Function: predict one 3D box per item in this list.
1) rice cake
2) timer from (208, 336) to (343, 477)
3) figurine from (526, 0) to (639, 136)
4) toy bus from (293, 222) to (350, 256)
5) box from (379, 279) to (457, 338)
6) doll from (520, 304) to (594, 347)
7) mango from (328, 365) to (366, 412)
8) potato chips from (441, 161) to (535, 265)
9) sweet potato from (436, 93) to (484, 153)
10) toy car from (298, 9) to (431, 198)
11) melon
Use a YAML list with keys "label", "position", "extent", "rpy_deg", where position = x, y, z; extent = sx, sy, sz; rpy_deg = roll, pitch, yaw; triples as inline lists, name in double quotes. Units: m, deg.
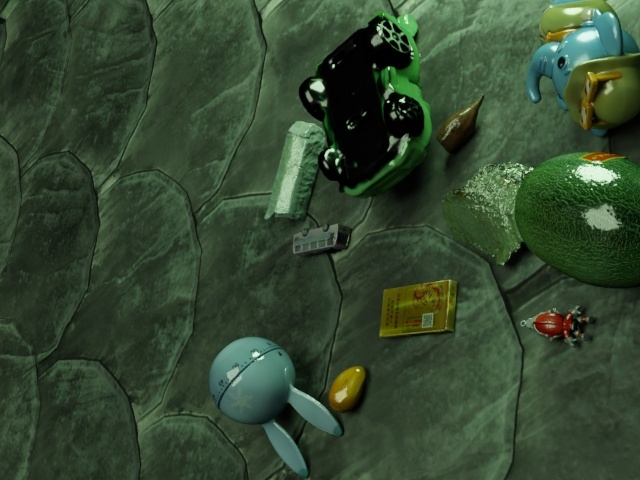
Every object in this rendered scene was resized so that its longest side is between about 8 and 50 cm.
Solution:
- label: "rice cake"
  position: [-0.045, -0.131, 2.256]
  extent: [0.069, 0.063, 0.206]
  rpy_deg: [7, 82, 45]
- label: "timer"
  position: [-0.082, 0.280, 2.092]
  extent: [0.175, 0.255, 0.175]
  rpy_deg: [-56, 2, 3]
- label: "figurine"
  position: [0.401, -0.263, 1.737]
  extent: [0.262, 0.154, 0.180]
  rpy_deg: [-112, 43, -61]
- label: "toy bus"
  position: [0.000, 0.000, 2.169]
  extent: [0.130, 0.037, 0.052]
  rpy_deg: [-11, 69, 48]
- label: "box"
  position: [0.163, 0.117, 1.939]
  extent: [0.156, 0.022, 0.089]
  rpy_deg: [-14, 66, 46]
- label: "doll"
  position: [0.347, 0.123, 1.707]
  extent: [0.114, 0.039, 0.057]
  rpy_deg: [1, 103, 42]
- label: "mango"
  position: [0.049, 0.255, 2.002]
  extent: [0.089, 0.046, 0.060]
  rpy_deg: [-54, 42, 1]
- label: "potato chips"
  position: [0.281, -0.038, 1.837]
  extent: [0.228, 0.059, 0.167]
  rpy_deg: [-32, 62, 38]
- label: "sweet potato"
  position: [0.239, -0.201, 1.960]
  extent: [0.117, 0.049, 0.049]
  rpy_deg: [-52, 42, 18]
- label: "toy car"
  position: [0.101, -0.248, 2.053]
  extent: [0.213, 0.176, 0.359]
  rpy_deg: [-37, 53, 36]
- label: "melon"
  position: [0.393, -0.026, 1.600]
  extent: [0.287, 0.182, 0.182]
  rpy_deg: [29, 98, 51]
